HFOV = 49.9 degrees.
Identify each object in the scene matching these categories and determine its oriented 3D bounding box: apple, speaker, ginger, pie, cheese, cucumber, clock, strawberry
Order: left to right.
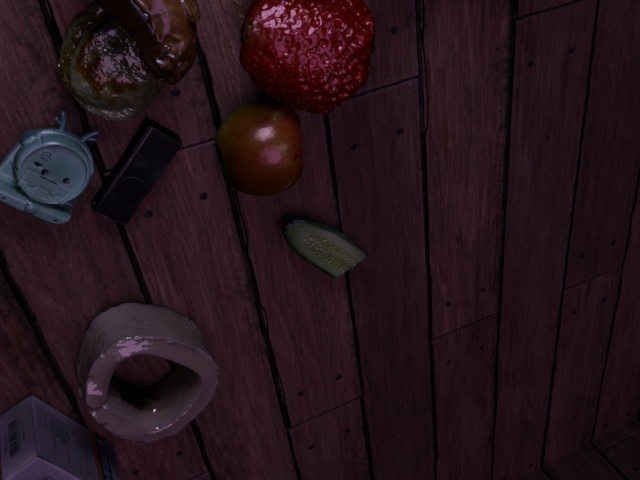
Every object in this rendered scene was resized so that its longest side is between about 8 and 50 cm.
[{"bbox_3d":[-0.515,-0.144,1.324,0.159,0.066,0.211,27,105,-38],"label":"clock"},{"bbox_3d":[-0.360,-0.338,1.260,0.201,0.090,0.248,36,96,-35],"label":"pie"},{"bbox_3d":[-0.379,-0.139,1.411,0.082,0.044,0.218,29,105,-38],"label":"speaker"},{"bbox_3d":[-0.300,-0.420,1.127,0.321,0.172,0.165,58,41,-8],"label":"ginger"},{"bbox_3d":[-0.416,0.310,1.620,0.292,0.153,0.332,-45,129,5],"label":"cheese"},{"bbox_3d":[-0.125,-0.188,1.420,0.195,0.196,0.196,-14,126,-20],"label":"apple"},{"bbox_3d":[-0.036,-0.371,1.307,0.276,0.257,0.258,-2,122,-40],"label":"strawberry"},{"bbox_3d":[0.000,0.000,1.691,0.115,0.063,0.243,-42,131,14],"label":"cucumber"}]

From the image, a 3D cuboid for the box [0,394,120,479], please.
[{"bbox_3d":[-0.610,0.526,1.630,0.106,0.200,0.299,-37,130,0],"label":"box"}]
